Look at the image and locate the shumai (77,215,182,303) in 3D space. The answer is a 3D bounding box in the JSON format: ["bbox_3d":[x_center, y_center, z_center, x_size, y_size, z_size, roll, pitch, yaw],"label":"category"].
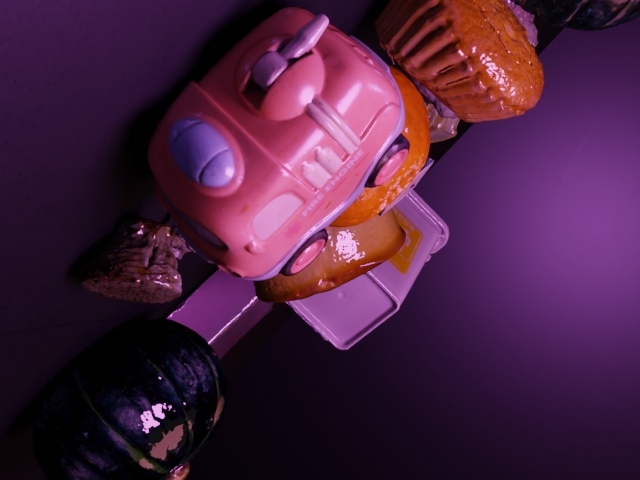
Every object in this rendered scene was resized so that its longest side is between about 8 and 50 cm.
[{"bbox_3d":[-0.209,0.019,1.006,0.099,0.123,0.087,42,52,-65],"label":"shumai"}]

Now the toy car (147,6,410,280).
[{"bbox_3d":[-0.051,-0.098,0.871,0.270,0.180,0.212,-47,163,4],"label":"toy car"}]

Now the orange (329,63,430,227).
[{"bbox_3d":[0.036,-0.123,1.134,0.219,0.193,0.219,-55,-175,7],"label":"orange"}]

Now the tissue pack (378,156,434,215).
[{"bbox_3d":[0.071,-0.135,1.359,0.103,0.170,0.090,-40,168,-36],"label":"tissue pack"}]

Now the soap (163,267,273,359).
[{"bbox_3d":[-0.213,0.167,1.714,0.296,0.107,0.285,-44,174,-20],"label":"soap"}]

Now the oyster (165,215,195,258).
[{"bbox_3d":[-0.138,-0.036,1.150,0.125,0.064,0.177,-46,177,-32],"label":"oyster"}]

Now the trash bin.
[{"bbox_3d":[0.069,0.044,1.830,0.296,0.256,0.368,-39,-170,30],"label":"trash bin"}]

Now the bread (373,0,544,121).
[{"bbox_3d":[0.182,-0.248,1.139,0.139,0.240,0.240,-37,177,24],"label":"bread"}]

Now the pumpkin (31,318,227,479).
[{"bbox_3d":[-0.278,0.273,1.381,0.315,0.238,0.315,-40,171,-8],"label":"pumpkin"}]

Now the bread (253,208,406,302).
[{"bbox_3d":[0.000,0.000,1.455,0.270,0.148,0.270,-21,-164,6],"label":"bread"}]

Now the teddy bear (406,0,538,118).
[{"bbox_3d":[0.241,-0.317,1.413,0.267,0.151,0.236,-35,162,-34],"label":"teddy bear"}]

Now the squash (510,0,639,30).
[{"bbox_3d":[0.316,-0.374,1.088,0.252,0.252,0.165,-41,178,-32],"label":"squash"}]

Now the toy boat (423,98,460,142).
[{"bbox_3d":[0.177,-0.231,1.665,0.276,0.084,0.111,-19,140,-54],"label":"toy boat"}]
